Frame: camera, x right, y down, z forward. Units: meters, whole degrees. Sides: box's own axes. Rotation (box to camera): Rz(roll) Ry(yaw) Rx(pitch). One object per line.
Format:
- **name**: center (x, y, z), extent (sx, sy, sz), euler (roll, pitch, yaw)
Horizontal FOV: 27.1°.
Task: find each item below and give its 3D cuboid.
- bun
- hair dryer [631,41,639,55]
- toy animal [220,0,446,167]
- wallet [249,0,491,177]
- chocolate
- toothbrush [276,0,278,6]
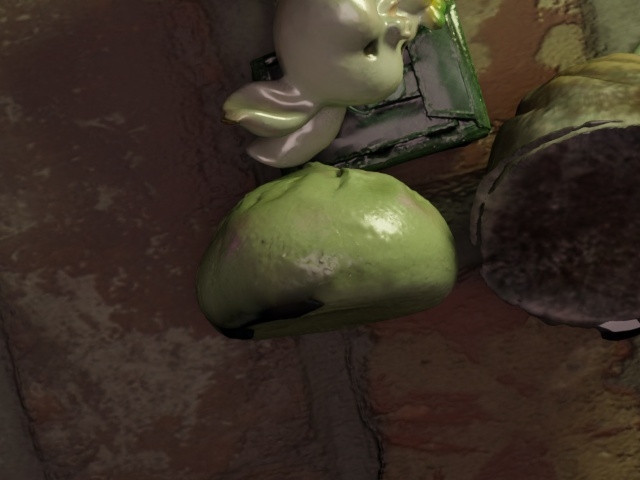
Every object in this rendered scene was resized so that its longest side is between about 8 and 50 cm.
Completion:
- **bun**: center (0.000, 0.000, 1.380), extent (0.283, 0.283, 0.179), euler (-10, 80, 0)
- **hair dryer**: center (0.407, -0.189, 1.474), extent (0.124, 0.038, 0.063), euler (34, 95, -11)
- **toy animal**: center (-0.010, -0.249, 1.355), extent (0.247, 0.183, 0.310), euler (-21, 90, 11)
- **wallet**: center (0.054, -0.155, 1.455), extent (0.236, 0.055, 0.160), euler (-16, 95, 3)
- **chocolate**: center (0.303, -0.073, 1.397), extent (0.303, 0.213, 0.303), euler (4, 134, 4)
- **toothbrush**: center (-0.046, -0.292, 1.457), extent (0.013, 0.011, 0.131), euler (-7, 97, -13)
